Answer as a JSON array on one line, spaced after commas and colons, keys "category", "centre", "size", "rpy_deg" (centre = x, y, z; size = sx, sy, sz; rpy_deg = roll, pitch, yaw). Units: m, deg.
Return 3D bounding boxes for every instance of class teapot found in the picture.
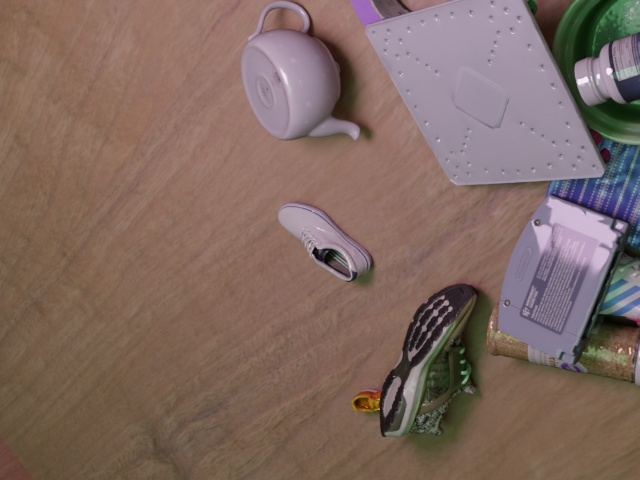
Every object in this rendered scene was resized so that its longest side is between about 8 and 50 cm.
[{"category": "teapot", "centre": [-0.044, -0.351, 1.978], "size": [0.252, 0.187, 0.256], "rpy_deg": [41, 147, 43]}]

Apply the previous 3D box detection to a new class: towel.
[{"category": "towel", "centre": [0.612, -0.098, 1.777], "size": [0.336, 0.040, 0.243], "rpy_deg": [23, 118, 21]}]

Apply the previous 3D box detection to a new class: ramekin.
[{"category": "ramekin", "centre": [0.578, -0.333, 1.637], "size": [0.303, 0.148, 0.303], "rpy_deg": [11, 114, 26]}]

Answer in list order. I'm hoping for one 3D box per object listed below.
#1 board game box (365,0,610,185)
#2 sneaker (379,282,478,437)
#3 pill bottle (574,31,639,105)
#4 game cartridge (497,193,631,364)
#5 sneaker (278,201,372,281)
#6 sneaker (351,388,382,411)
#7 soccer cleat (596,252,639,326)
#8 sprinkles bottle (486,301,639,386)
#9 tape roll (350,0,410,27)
[{"category": "board game box", "centre": [0.309, -0.278, 1.728], "size": [0.390, 0.050, 0.390], "rpy_deg": [0, 129, 54]}, {"category": "sneaker", "centre": [0.279, 0.280, 2.089], "size": [0.182, 0.158, 0.410], "rpy_deg": [17, 114, -17]}, {"category": "pill bottle", "centre": [0.523, -0.287, 1.530], "size": [0.180, 0.108, 0.108], "rpy_deg": [-15, 101, 34]}, {"category": "game cartridge", "centre": [0.468, 0.070, 1.822], "size": [0.198, 0.062, 0.297], "rpy_deg": [28, 105, 39]}, {"category": "sneaker", "centre": [0.000, 0.000, 2.138], "size": [0.258, 0.091, 0.094], "rpy_deg": [33, 122, 15]}, {"category": "sneaker", "centre": [0.156, 0.388, 2.216], "size": [0.175, 0.067, 0.064], "rpy_deg": [-16, 99, 32]}, {"category": "soccer cleat", "centre": [0.629, 0.093, 1.797], "size": [0.331, 0.116, 0.143], "rpy_deg": [4, 105, 28]}, {"category": "sprinkles bottle", "centre": [0.528, 0.212, 1.899], "size": [0.355, 0.121, 0.121], "rpy_deg": [9, 113, 27]}, {"category": "tape roll", "centre": [0.192, -0.509, 1.798], "size": [0.274, 0.090, 0.275], "rpy_deg": [16, 128, 23]}]
